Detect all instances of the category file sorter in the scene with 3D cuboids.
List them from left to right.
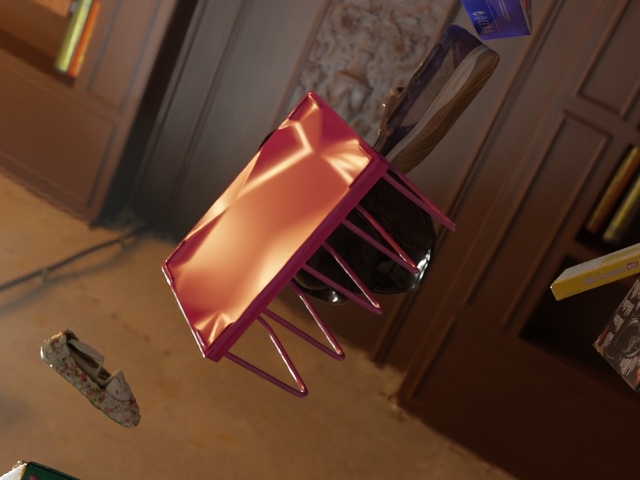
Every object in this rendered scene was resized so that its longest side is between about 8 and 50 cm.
[{"bbox_3d":[-0.011,0.013,1.188,0.182,0.291,0.202,35,-169,-36],"label":"file sorter"}]

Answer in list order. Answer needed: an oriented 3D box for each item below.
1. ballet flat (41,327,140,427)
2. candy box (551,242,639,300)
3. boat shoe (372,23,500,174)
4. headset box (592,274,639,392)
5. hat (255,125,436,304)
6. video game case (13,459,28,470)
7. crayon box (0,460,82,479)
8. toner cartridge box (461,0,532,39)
[{"bbox_3d":[-0.422,0.259,1.864,0.241,0.077,0.091,41,-162,-10],"label":"ballet flat"},{"bbox_3d":[0.399,0.023,1.245,0.105,0.206,0.027,-17,-95,-64],"label":"candy box"},{"bbox_3d":[0.136,-0.184,1.402,0.092,0.285,0.103,51,-142,15],"label":"boat shoe"},{"bbox_3d":[0.224,0.067,0.657,0.032,0.062,0.083,27,-168,-14],"label":"headset box"},{"bbox_3d":[0.000,0.000,1.392,0.331,0.331,0.134,30,-119,17],"label":"hat"},{"bbox_3d":[-0.421,0.511,1.636,0.204,0.025,0.285,50,-176,-35],"label":"video game case"},{"bbox_3d":[-0.353,0.394,1.067,0.081,0.165,0.278,28,-123,-21],"label":"crayon box"},{"bbox_3d":[0.202,-0.367,1.189,0.075,0.165,0.348,-3,176,16],"label":"toner cartridge box"}]
